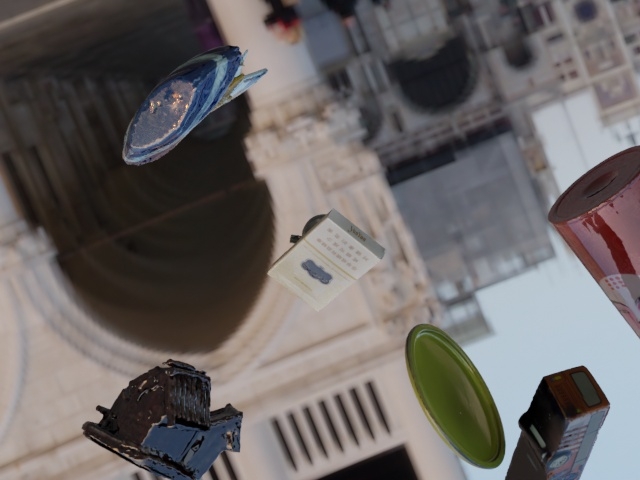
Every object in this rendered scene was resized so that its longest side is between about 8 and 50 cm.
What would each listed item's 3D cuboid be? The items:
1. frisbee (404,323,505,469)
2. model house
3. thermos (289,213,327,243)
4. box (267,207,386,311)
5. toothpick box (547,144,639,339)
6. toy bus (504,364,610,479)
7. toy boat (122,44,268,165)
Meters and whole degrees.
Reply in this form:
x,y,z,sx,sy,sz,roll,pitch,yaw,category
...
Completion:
x,y,z,sx,sy,sz,roll,pitch,yaw,category
0.193,0.225,2.007,0.017,0.236,0.236,-33,-177,23,frisbee
-0.206,0.257,1.976,0.141,0.203,0.164,23,-100,42,model house
0.005,-0.001,2.122,0.073,0.083,0.187,-48,-175,3,thermos
0.006,0.028,1.824,0.167,0.090,0.024,-42,-167,49,box
0.548,0.034,2.268,0.204,0.333,0.204,-38,-169,9,toothpick box
0.341,0.338,2.108,0.092,0.093,0.408,-17,145,-18,toy bus
-0.147,-0.186,1.773,0.220,0.067,0.291,-41,-179,25,toy boat
